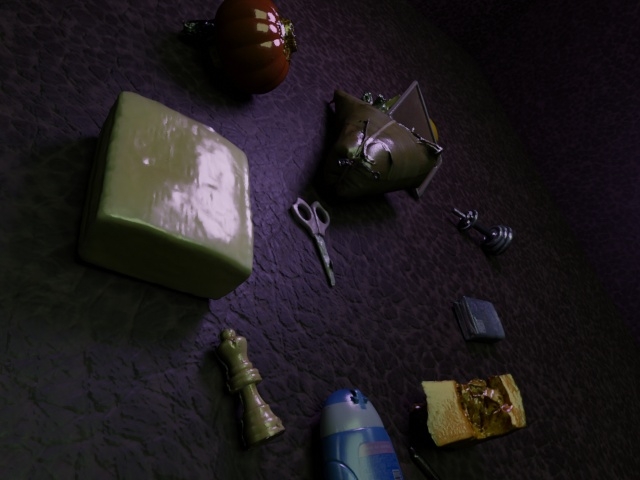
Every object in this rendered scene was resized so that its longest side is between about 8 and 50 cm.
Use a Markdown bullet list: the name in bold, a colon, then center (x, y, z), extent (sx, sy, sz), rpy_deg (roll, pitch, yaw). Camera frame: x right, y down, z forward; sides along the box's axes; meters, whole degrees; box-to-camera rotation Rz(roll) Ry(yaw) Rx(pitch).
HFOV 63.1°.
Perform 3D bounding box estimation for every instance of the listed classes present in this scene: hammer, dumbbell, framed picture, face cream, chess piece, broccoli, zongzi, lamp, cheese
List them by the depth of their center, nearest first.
- **chess piece**: center (-0.110, 0.209, 0.757), extent (0.060, 0.060, 0.172), rpy_deg (0, 57, -50)
- **face cream**: center (0.066, 0.357, 0.798), extent (0.149, 0.083, 0.263), rpy_deg (17, 47, -42)
- **cheese**: center (-0.228, -0.068, 0.811), extent (0.243, 0.124, 0.265), rpy_deg (20, 44, -33)
- **hammer**: center (0.221, 0.450, 0.954), extent (0.178, 0.021, 0.065), rpy_deg (51, 34, -1)
- **lamp**: center (-0.152, -0.445, 1.182), extent (0.223, 0.197, 0.223), rpy_deg (-9, 90, -84)
- **zongzi**: center (0.054, -0.253, 1.302), extent (0.418, 0.181, 0.447), rpy_deg (47, 34, 20)
- **broccoli**: center (0.184, -0.368, 1.551), extent (0.167, 0.160, 0.154), rpy_deg (58, 1, 41)
- **framed picture**: center (0.290, -0.304, 1.576), extent (0.213, 0.016, 0.289), rpy_deg (-53, 129, -37)
- **dumbbell**: center (0.525, -0.040, 1.710), extent (0.255, 0.110, 0.110), rpy_deg (30, 39, -19)

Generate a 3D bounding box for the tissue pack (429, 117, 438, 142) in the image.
- **tissue pack**: center (0.296, -0.366, 1.708), extent (0.178, 0.123, 0.127), rpy_deg (12, 59, -45)

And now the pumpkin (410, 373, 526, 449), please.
- **pumpkin**: center (0.280, 0.348, 1.046), extent (0.248, 0.126, 0.130), rpy_deg (5, 61, -25)

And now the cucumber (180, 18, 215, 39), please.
- **cucumber**: center (-0.266, -0.494, 1.224), extent (0.053, 0.053, 0.181), rpy_deg (50, 33, -3)

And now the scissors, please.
- **scissors**: center (0.000, 0.000, 1.109), extent (0.110, 0.021, 0.212), rpy_deg (9, 51, -43)

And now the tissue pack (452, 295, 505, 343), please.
- **tissue pack**: center (0.424, 0.214, 1.391), extent (0.156, 0.051, 0.112), rpy_deg (15, 51, -43)
